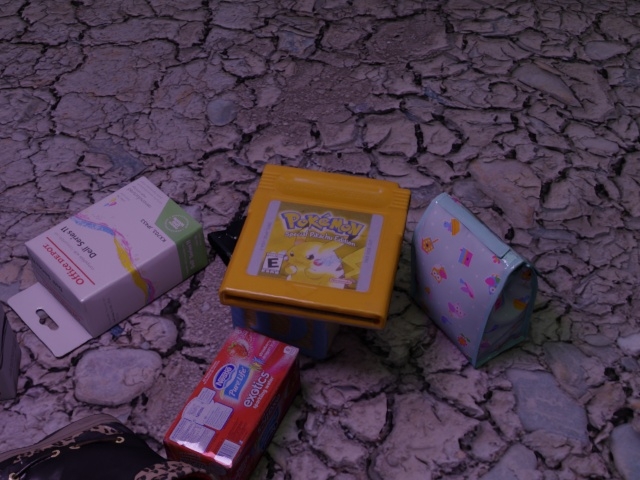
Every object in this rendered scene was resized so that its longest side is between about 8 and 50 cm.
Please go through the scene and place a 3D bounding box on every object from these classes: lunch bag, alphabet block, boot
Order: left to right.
[{"bbox_3d":[-0.365,0.400,1.330,0.284,0.138,0.377,10,23,39],"label":"boot"},{"bbox_3d":[-0.164,0.004,1.852,0.099,0.045,0.121,-24,50,-24],"label":"boot"},{"bbox_3d":[-0.044,0.072,1.690,0.193,0.192,0.197,17,51,13],"label":"alphabet block"},{"bbox_3d":[0.279,0.059,1.648,0.160,0.262,0.223,-25,51,-21],"label":"lunch bag"}]

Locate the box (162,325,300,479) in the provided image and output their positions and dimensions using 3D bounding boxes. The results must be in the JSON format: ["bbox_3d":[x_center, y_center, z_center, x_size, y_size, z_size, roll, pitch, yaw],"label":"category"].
[{"bbox_3d":[-0.142,0.288,1.531,0.128,0.122,0.257,18,50,16],"label":"box"}]

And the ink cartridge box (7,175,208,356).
[{"bbox_3d":[-0.422,0.044,1.762,0.353,0.119,0.207,-35,56,-28],"label":"ink cartridge box"}]

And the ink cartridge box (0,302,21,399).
[{"bbox_3d":[-0.645,0.167,1.548,0.197,0.273,0.114,-5,51,-4],"label":"ink cartridge box"}]

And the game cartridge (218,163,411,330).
[{"bbox_3d":[0.000,0.000,1.593,0.285,0.053,0.324,8,49,8],"label":"game cartridge"}]
